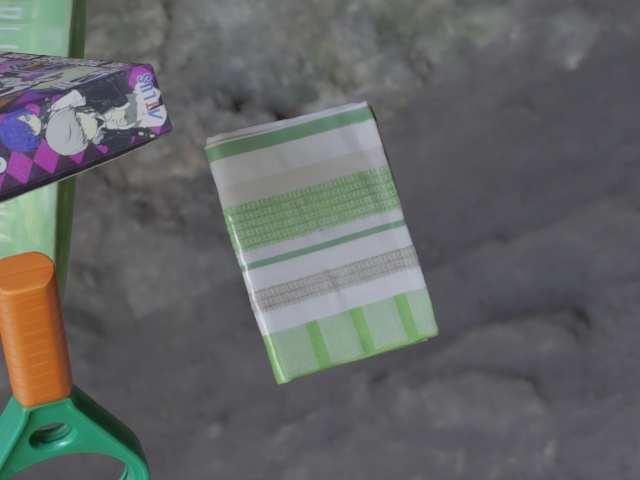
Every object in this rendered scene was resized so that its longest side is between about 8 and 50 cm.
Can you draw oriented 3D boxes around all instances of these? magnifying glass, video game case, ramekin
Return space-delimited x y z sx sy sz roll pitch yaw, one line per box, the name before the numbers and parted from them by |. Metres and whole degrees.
magnifying glass | -0.133 0.085 0.887 0.092 0.231 0.026 -13 55 -11
video game case | -0.214 -0.044 0.906 0.210 0.042 0.232 -23 17 -24
ramekin | -0.266 -0.091 1.413 0.148 0.303 0.303 4 15 -6

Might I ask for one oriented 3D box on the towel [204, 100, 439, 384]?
towel | 0.000 0.000 1.090 0.113 0.152 0.023 -15 -4 -22
